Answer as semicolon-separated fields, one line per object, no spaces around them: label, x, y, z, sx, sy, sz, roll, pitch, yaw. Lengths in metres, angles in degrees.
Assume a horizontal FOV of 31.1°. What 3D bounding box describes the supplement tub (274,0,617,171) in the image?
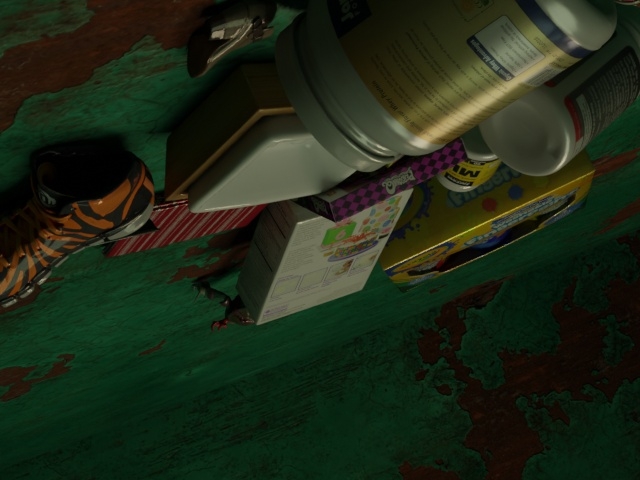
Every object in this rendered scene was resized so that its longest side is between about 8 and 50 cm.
supplement tub;0.128;-0.232;1.232;0.316;0.228;0.228;-32;165;29

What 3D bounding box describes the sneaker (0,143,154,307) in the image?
sneaker;-0.365;-0.030;1.448;0.321;0.125;0.180;-33;164;-11

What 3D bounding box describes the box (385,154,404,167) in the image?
box;0.172;-0.200;1.673;0.232;0.058;0.087;-36;173;-27

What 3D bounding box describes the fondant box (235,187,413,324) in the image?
fondant box;0.000;0.000;2.059;0.238;0.096;0.330;-17;153;-28

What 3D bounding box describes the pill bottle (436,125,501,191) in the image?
pill bottle;0.258;-0.162;1.973;0.119;0.119;0.208;-22;166;-9

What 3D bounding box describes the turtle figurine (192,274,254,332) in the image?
turtle figurine;-0.143;0.111;2.304;0.175;0.118;0.234;-11;168;-40

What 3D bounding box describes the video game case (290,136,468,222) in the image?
video game case;0.074;-0.110;1.750;0.232;0.042;0.210;-26;-158;-16

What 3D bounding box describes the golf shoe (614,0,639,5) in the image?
golf shoe;0.338;-0.338;1.534;0.272;0.105;0.120;-31;144;22

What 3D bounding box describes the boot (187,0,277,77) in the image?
boot;-0.096;-0.225;1.280;0.087;0.042;0.118;-20;167;-28

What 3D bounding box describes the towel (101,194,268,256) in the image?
towel;-0.197;-0.044;1.836;0.274;0.031;0.199;-14;165;-33

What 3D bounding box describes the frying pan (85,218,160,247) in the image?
frying pan;-0.384;0.007;1.656;0.326;0.053;0.197;-11;-177;24

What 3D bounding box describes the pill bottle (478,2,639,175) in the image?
pill bottle;0.371;-0.229;1.683;0.283;0.161;0.161;-38;176;-32

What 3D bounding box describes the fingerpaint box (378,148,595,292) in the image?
fingerpaint box;0.316;-0.070;2.336;0.444;0.163;0.371;-25;167;4

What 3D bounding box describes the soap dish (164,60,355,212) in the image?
soap dish;-0.044;-0.144;1.517;0.290;0.118;0.229;-11;161;-43
